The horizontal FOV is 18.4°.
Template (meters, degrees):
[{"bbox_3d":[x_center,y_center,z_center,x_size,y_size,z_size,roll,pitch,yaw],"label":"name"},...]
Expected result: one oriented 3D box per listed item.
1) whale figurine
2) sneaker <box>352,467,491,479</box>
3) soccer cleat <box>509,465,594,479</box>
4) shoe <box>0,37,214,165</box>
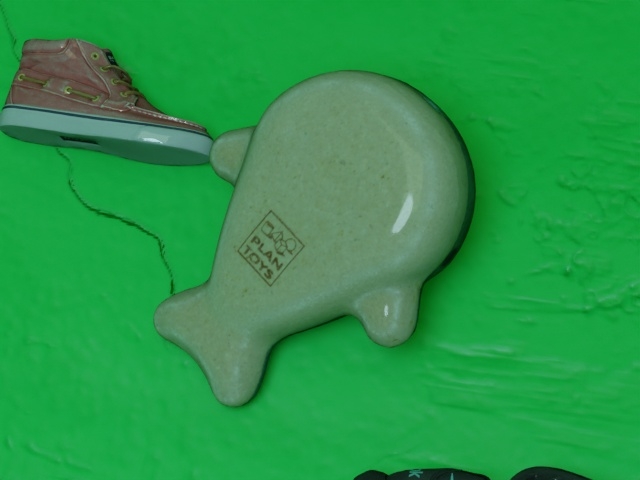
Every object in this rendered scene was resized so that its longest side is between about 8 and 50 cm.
[{"bbox_3d":[0.000,0.000,1.486,0.216,0.141,0.272,45,104,18],"label":"whale figurine"},{"bbox_3d":[0.082,0.281,1.367,0.106,0.101,0.267,-10,69,8],"label":"sneaker"},{"bbox_3d":[0.267,0.252,1.377,0.318,0.116,0.108,26,106,30],"label":"soccer cleat"},{"bbox_3d":[-0.163,-0.112,1.560,0.178,0.063,0.081,9,76,13],"label":"shoe"}]
